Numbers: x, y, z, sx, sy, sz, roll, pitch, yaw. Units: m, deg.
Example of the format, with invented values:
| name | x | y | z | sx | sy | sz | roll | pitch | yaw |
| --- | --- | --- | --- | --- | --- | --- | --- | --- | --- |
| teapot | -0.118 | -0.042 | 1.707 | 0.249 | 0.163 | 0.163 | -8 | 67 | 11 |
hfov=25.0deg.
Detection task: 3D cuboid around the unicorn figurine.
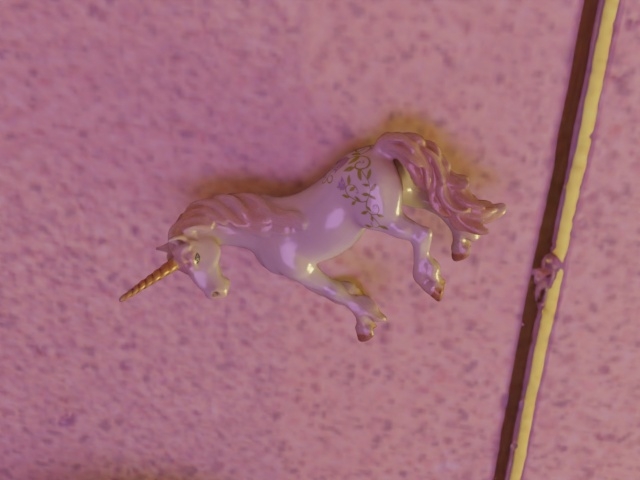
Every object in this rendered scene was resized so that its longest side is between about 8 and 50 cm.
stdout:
| name | x | y | z | sx | sy | sz | roll | pitch | yaw |
| --- | --- | --- | --- | --- | --- | --- | --- | --- | --- |
| unicorn figurine | 0.000 | 0.000 | 0.700 | 0.162 | 0.060 | 0.111 | -40 | 113 | 15 |
